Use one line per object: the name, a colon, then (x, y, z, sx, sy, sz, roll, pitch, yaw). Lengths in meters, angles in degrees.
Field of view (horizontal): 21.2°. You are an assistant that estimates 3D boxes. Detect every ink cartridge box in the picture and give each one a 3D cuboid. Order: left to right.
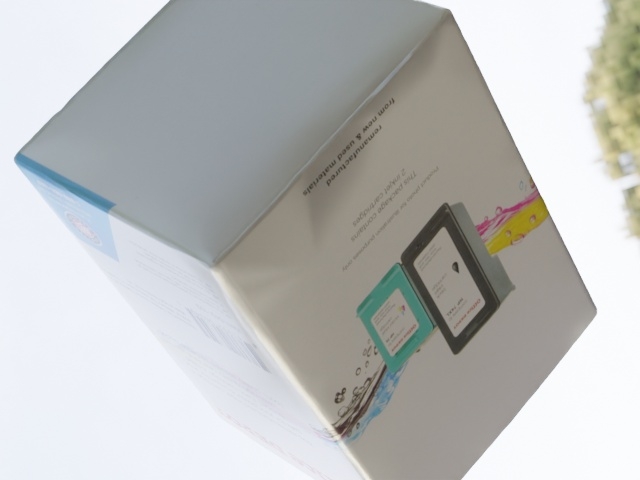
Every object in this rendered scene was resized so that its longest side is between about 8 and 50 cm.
ink cartridge box: (0.000, 0.000, 1.027, 0.197, 0.198, 0.270, -48, -46, -16)
